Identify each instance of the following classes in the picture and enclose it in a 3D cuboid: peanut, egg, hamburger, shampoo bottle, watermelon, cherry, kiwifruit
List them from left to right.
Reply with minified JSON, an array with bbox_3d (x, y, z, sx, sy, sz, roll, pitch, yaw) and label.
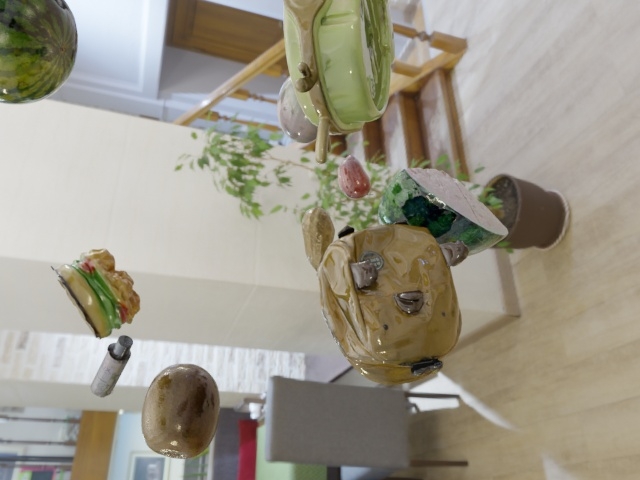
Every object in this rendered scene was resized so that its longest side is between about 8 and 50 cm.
[{"bbox_3d":[-0.691,-0.446,1.199,0.285,0.284,0.286,-172,90,-74],"label":"watermelon"},{"bbox_3d":[-0.547,0.130,1.366,0.237,0.148,0.237,39,148,31],"label":"hamburger"},{"bbox_3d":[-0.589,0.354,1.541,0.214,0.072,0.072,-56,27,27],"label":"shampoo bottle"},{"bbox_3d":[-0.349,0.424,1.373,0.196,0.195,0.234,115,163,-45],"label":"kiwifruit"},{"bbox_3d":[-0.023,-0.230,0.933,0.135,0.103,0.103,110,160,-45],"label":"egg"},{"bbox_3d":[0.000,0.000,1.694,0.095,0.108,0.226,15,123,36],"label":"peanut"},{"bbox_3d":[0.092,-0.171,1.551,0.126,0.086,0.106,57,170,4],"label":"cherry"},{"bbox_3d":[0.312,-0.042,1.474,0.292,0.319,0.222,50,118,10],"label":"watermelon"}]

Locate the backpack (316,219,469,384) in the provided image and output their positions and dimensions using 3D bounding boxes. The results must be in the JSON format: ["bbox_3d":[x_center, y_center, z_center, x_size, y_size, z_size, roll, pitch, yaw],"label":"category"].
[{"bbox_3d":[0.175,0.134,1.260,0.201,0.353,0.378,108,146,-61],"label":"backpack"}]

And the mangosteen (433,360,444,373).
[{"bbox_3d":[0.320,0.349,1.758,0.217,0.192,0.193,-159,78,-71],"label":"mangosteen"}]

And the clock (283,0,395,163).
[{"bbox_3d":[0.029,-0.251,0.707,0.235,0.096,0.308,68,-152,-50],"label":"clock"}]
